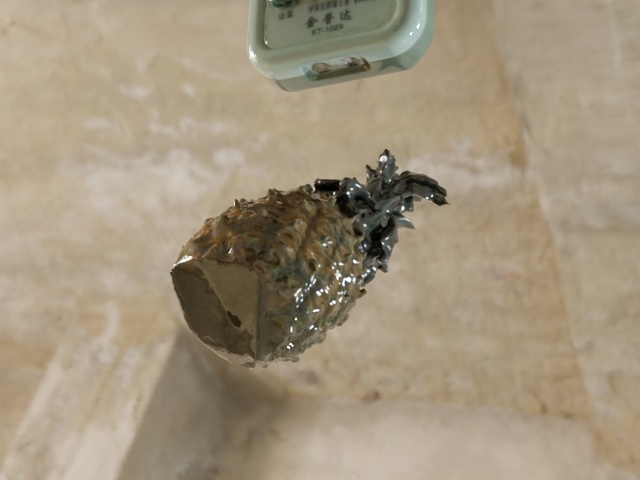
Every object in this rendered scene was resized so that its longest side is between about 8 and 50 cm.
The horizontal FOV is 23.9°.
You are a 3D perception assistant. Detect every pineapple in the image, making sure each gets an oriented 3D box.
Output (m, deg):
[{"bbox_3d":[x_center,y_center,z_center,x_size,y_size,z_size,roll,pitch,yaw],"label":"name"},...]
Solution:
[{"bbox_3d":[0.000,0.000,0.956,0.108,0.108,0.198,16,-143,37],"label":"pineapple"}]

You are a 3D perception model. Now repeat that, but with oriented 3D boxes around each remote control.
[{"bbox_3d":[0.022,-0.261,1.045,0.128,0.065,0.335,-9,-115,27],"label":"remote control"}]
